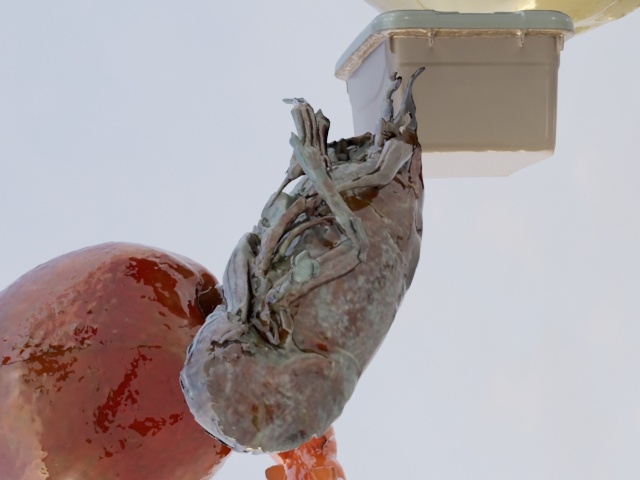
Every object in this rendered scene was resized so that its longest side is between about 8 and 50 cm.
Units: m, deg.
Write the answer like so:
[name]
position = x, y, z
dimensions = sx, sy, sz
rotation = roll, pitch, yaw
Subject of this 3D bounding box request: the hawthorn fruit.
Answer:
[hawthorn fruit]
position = -0.123, 0.082, 1.147
dimensions = 0.196, 0.225, 0.196
rotation = 47, -162, -20

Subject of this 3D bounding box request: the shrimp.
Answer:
[shrimp]
position = 0.001, 0.000, 0.660
dimensions = 0.073, 0.075, 0.190
rotation = 33, -120, -12

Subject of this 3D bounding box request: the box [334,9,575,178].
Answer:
[box]
position = 0.058, -0.062, 0.779
dimensions = 0.089, 0.122, 0.062
rotation = -2, -95, -9

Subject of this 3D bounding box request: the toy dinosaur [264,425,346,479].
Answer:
[toy dinosaur]
position = -0.013, 0.151, 1.256
dimensions = 0.101, 0.055, 0.279
rotation = 68, 179, -47

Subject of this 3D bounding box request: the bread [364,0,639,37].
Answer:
[bread]
position = 0.117, -0.317, 1.180
dimensions = 0.376, 0.348, 0.253
rotation = 44, -156, 7
